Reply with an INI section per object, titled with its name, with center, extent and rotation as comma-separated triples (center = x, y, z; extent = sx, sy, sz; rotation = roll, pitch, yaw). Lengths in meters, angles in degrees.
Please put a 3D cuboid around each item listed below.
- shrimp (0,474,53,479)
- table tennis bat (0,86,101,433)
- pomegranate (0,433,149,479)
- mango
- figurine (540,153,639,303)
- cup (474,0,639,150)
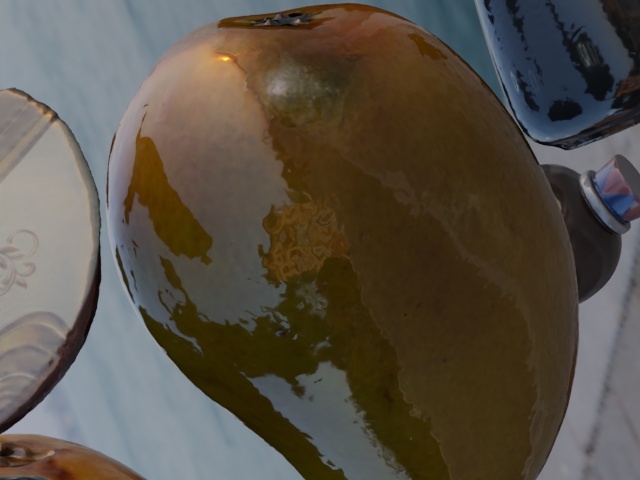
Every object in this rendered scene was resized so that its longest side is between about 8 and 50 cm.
[shrimp]
center = -0.067, 0.291, 0.782
extent = 0.221, 0.166, 0.410
rotation = 60, -164, -70
[table tennis bat]
center = -0.191, -0.026, 0.829
extent = 0.022, 0.173, 0.301
rotation = 57, -169, -54
[pomegranate]
center = -0.215, 0.336, 1.191
extent = 0.410, 0.410, 0.410
rotation = 158, 90, -80
[mango]
center = 0.024, 0.020, 0.903
extent = 0.317, 0.211, 0.173
rotation = 58, 167, -27
[figurine]
center = 0.198, 0.008, 1.761
extent = 0.158, 0.275, 0.161
rotation = 60, 178, -34
[cup]
center = 0.222, -0.180, 1.303
extent = 0.176, 0.223, 0.169
rotation = 63, 178, -1
